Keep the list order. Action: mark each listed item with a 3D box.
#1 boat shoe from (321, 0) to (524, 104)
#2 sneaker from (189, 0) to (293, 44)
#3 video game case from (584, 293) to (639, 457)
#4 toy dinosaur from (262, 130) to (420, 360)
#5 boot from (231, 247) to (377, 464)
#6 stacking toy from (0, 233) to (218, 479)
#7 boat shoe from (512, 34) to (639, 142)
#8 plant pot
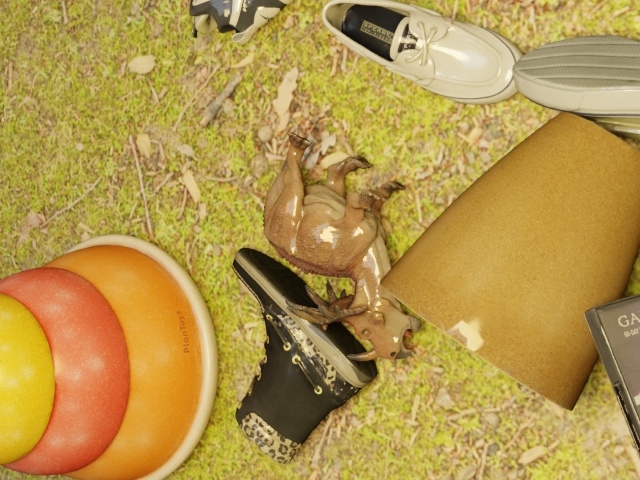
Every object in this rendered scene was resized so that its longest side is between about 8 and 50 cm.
[{"bbox_3d":[0.112,-0.222,1.338,0.258,0.084,0.095,20,99,32],"label":"boat shoe"},{"bbox_3d":[-0.144,-0.346,1.502,0.235,0.094,0.153,42,102,16],"label":"sneaker"},{"bbox_3d":[0.383,0.171,1.098,0.274,0.196,0.026,71,156,15],"label":"video game case"},{"bbox_3d":[0.000,0.000,1.369,0.295,0.127,0.200,38,108,37],"label":"toy dinosaur"},{"bbox_3d":[-0.063,0.142,1.432,0.236,0.085,0.178,45,110,18],"label":"boot"},{"bbox_3d":[-0.389,0.159,1.414,0.350,0.480,0.351,-2,87,33],"label":"stacking toy"},{"bbox_3d":[0.335,-0.141,1.183,0.302,0.109,0.094,15,139,40],"label":"boat shoe"},{"bbox_3d":[0.226,0.004,1.193,0.237,0.237,0.254,34,92,29],"label":"plant pot"}]
